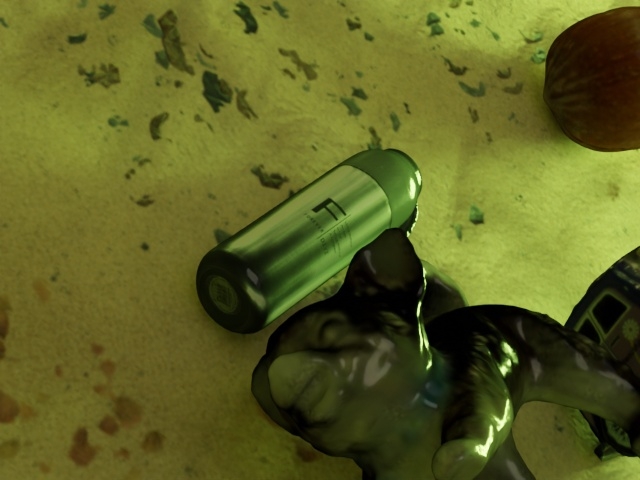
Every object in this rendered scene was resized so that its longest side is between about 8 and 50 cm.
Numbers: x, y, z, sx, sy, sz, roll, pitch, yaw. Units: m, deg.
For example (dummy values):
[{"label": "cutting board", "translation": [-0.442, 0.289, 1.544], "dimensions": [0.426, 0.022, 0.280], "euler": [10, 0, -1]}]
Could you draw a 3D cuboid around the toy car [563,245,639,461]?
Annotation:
[{"label": "toy car", "translation": [0.323, 0.083, 1.479], "dimensions": [0.172, 0.235, 0.158], "euler": [-16, 59, -40]}]

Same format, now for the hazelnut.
[{"label": "hazelnut", "translation": [0.310, -0.167, 1.690], "dimensions": [0.150, 0.150, 0.150], "euler": [17, 53, -24]}]

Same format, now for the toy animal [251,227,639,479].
[{"label": "toy animal", "translation": [0.071, 0.112, 1.299], "dimensions": [0.344, 0.194, 0.303], "euler": [10, 34, -50]}]

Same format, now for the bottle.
[{"label": "bottle", "translation": [0.000, 0.000, 1.410], "dimensions": [0.253, 0.079, 0.096], "euler": [-37, 103, -43]}]
